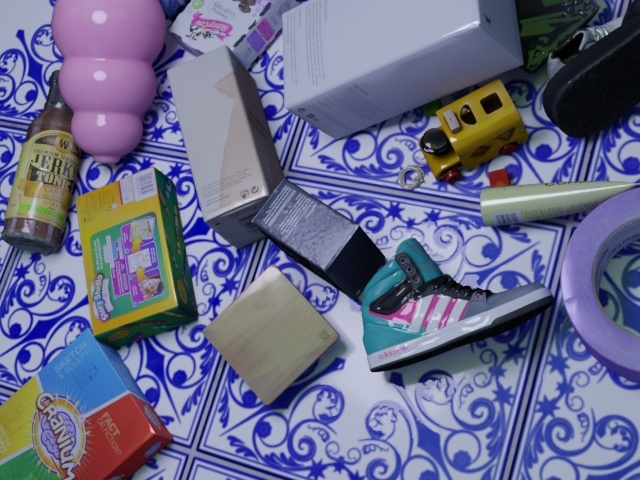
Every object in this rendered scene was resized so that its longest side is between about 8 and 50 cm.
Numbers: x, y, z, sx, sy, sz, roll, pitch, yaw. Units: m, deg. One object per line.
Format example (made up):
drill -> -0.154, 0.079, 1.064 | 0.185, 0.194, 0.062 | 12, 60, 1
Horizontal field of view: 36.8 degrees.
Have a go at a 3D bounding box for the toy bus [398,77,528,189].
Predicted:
toy bus -> 0.226, -0.173, 1.533 | 0.191, 0.104, 0.202 | 16, 77, 25

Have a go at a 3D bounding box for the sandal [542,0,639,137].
sandal -> 0.522, -0.332, 1.454 | 0.445, 0.167, 0.107 | -33, 42, 7

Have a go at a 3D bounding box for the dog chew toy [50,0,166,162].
dog chew toy -> -0.387, -0.308, 1.757 | 0.206, 0.206, 0.332 | 4, 96, 22

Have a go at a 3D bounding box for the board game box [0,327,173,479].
board game box -> -0.437, 0.341, 1.622 | 0.316, 0.064, 0.242 | -42, 62, 2

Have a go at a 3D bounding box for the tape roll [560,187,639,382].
tape roll -> 0.484, 0.063, 1.357 | 0.274, 0.090, 0.275 | -7, 68, 18

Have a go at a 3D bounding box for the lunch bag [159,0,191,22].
lunch bag -> -0.284, -0.465, 1.835 | 0.065, 0.098, 0.067 | -45, 100, 1

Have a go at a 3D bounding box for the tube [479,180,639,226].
tube -> 0.366, -0.064, 1.456 | 0.240, 0.062, 0.070 | -6, 31, 24

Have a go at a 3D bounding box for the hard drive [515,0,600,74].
hard drive -> 0.316, -0.403, 1.591 | 0.172, 0.054, 0.255 | -44, 71, 5

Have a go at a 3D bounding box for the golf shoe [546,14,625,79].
golf shoe -> 0.436, -0.309, 1.513 | 0.176, 0.086, 0.069 | -35, 61, 4

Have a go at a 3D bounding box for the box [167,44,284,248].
box -> -0.154, -0.161, 1.652 | 0.121, 0.148, 0.311 | -22, 66, 11

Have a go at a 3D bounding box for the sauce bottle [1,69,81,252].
sauce bottle -> -0.510, -0.154, 1.803 | 0.111, 0.111, 0.344 | 1, 73, 21

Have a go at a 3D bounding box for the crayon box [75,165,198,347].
crayon box -> -0.325, 0.028, 1.683 | 0.165, 0.081, 0.278 | -20, 66, 14

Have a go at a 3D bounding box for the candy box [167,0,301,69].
candy box -> -0.162, -0.414, 1.784 | 0.165, 0.070, 0.196 | 37, 87, 31

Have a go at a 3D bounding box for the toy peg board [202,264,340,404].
toy peg board -> -0.074, 0.153, 1.557 | 0.161, 0.079, 0.160 | -44, 78, 2

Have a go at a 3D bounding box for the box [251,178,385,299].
box -> 0.000, 0.000, 1.527 | 0.158, 0.156, 0.093 | 34, 84, 27

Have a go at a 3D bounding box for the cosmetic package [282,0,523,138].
cosmetic package -> 0.121, -0.326, 1.542 | 0.365, 0.155, 0.197 | -16, 63, 33

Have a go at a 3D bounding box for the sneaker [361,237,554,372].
sneaker -> 0.187, 0.073, 1.455 | 0.295, 0.124, 0.178 | -21, 75, 14
